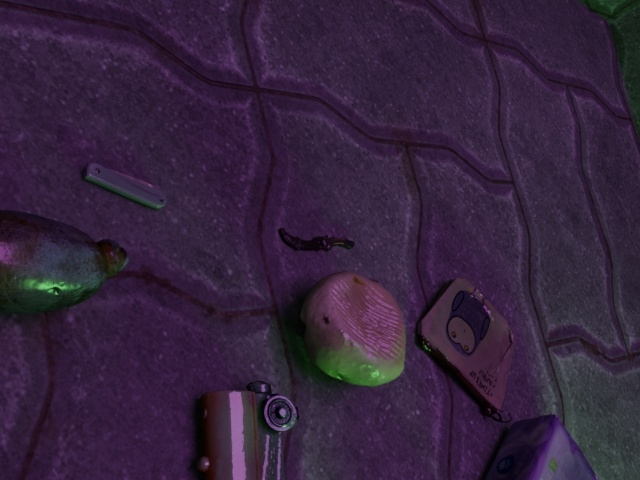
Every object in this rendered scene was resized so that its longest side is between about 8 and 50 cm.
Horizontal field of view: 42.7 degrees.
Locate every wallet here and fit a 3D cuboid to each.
[{"bbox_3d":[0.377,0.253,2.005,0.335,0.068,0.275,45,48,-19],"label":"wallet"}]

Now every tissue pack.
[{"bbox_3d":[0.503,0.602,1.905,0.242,0.160,0.338,58,41,-11],"label":"tissue pack"}]

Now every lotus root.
[{"bbox_3d":[-0.421,0.042,1.217,0.322,0.158,0.140,13,66,-50],"label":"lotus root"}]

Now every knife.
[{"bbox_3d":[-0.345,-0.099,1.457,0.162,0.023,0.044,25,58,-37],"label":"knife"},{"bbox_3d":[0.001,0.006,1.767,0.222,0.021,0.046,8,63,-43],"label":"knife"}]

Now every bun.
[{"bbox_3d":[0.062,0.189,1.647,0.259,0.160,0.259,29,38,-25],"label":"bun"}]

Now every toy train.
[{"bbox_3d":[-0.129,0.382,1.402,0.177,0.116,0.285,8,67,-31],"label":"toy train"}]
